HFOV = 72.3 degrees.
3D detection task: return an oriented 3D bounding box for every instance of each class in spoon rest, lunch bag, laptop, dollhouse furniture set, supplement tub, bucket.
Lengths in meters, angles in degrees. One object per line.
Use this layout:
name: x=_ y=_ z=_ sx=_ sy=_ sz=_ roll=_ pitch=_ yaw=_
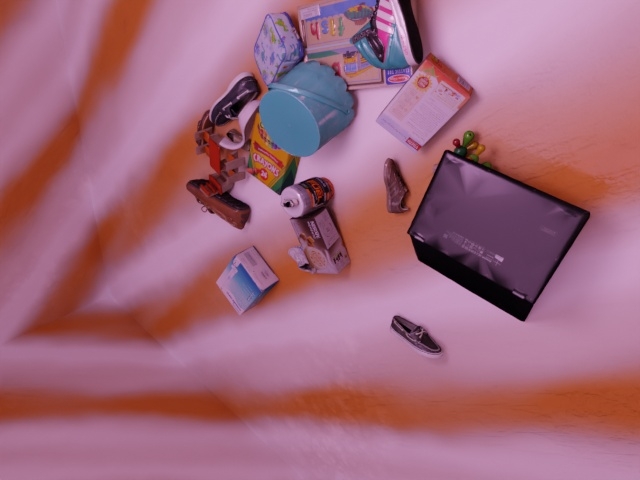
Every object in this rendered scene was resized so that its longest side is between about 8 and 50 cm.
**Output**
spoon rest: x=-0.301 y=-0.452 z=1.739 sx=0.084 sy=0.137 sz=0.276 roll=39 pitch=136 yaw=-15
lunch bag: x=-0.148 y=-0.648 z=1.491 sx=0.176 sy=0.090 sz=0.219 roll=66 pitch=152 yaw=6
laptop: x=0.473 y=0.004 z=1.248 sx=0.382 sy=0.236 sz=0.407 roll=32 pitch=117 yaw=26
dollhouse furniture set: x=-0.458 y=-0.322 z=1.915 sx=0.262 sy=0.135 sz=0.259 roll=43 pitch=145 yaw=27
supplement tub: x=-0.043 y=-0.164 z=1.604 sx=0.117 sy=0.190 sz=0.117 roll=21 pitch=125 yaw=34
bucket: x=-0.052 y=-0.422 z=1.429 sx=0.281 sy=0.183 sz=0.281 roll=27 pitch=146 yaw=20

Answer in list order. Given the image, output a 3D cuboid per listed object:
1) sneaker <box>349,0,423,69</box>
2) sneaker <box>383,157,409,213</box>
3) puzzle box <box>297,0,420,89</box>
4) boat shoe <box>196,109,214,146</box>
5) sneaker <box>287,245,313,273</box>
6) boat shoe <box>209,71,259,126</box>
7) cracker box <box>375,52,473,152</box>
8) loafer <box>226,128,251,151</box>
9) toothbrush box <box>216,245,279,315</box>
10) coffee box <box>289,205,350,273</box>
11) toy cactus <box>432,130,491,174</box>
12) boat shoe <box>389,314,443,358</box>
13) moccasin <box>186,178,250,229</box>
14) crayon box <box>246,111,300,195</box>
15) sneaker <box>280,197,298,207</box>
sneaker: x=0.156 y=-0.597 z=1.178 sx=0.178 sy=0.124 sz=0.295 roll=-7 pitch=104 yaw=37
sneaker: x=0.251 y=-0.179 z=1.429 sx=0.071 sy=0.066 sz=0.188 roll=3 pitch=119 yaw=24
puzzle box: x=0.108 y=-0.602 z=1.338 sx=0.409 sy=0.052 sz=0.272 roll=10 pitch=118 yaw=39
boat shoe: x=-0.523 y=-0.502 z=1.964 sx=0.073 sy=0.073 sz=0.207 roll=44 pitch=134 yaw=15
sneaker: x=-0.076 y=0.084 z=1.845 sx=0.191 sy=0.083 sz=0.071 roll=26 pitch=128 yaw=33
boat shoe: x=-0.348 y=-0.539 z=1.752 sx=0.302 sy=0.114 sz=0.091 roll=-37 pitch=79 yaw=47
cracker box: x=0.288 y=-0.381 z=1.239 sx=0.156 sy=0.067 sz=0.232 roll=37 pitch=135 yaw=-7
loafer: x=-0.344 y=-0.420 z=1.856 sx=0.148 sy=0.050 sz=0.056 roll=37 pitch=132 yaw=23
toothbrush box: x=-0.362 y=0.201 z=2.138 sx=0.216 sy=0.126 sz=0.295 roll=51 pitch=135 yaw=9
coffee box: x=0.000 y=0.000 z=1.691 sx=0.141 sy=0.098 sz=0.246 roll=-1 pitch=119 yaw=42
toy cactus: x=0.399 y=-0.196 z=1.253 sx=0.181 sy=0.112 sz=0.218 roll=10 pitch=126 yaw=51
boat shoe: x=0.347 y=0.348 z=1.588 sx=0.219 sy=0.078 sz=0.070 roll=28 pitch=129 yaw=32
moccasin: x=-0.491 y=-0.176 z=2.071 sx=0.380 sy=0.139 sz=0.147 roll=29 pitch=120 yaw=17
crayon box: x=-0.174 y=-0.362 z=1.705 sx=0.202 sy=0.081 sz=0.318 roll=37 pitch=131 yaw=24
sneaker: x=-0.116 y=-0.130 z=1.523 sx=0.083 sy=0.037 sz=0.031 roll=-3 pitch=110 yaw=46
